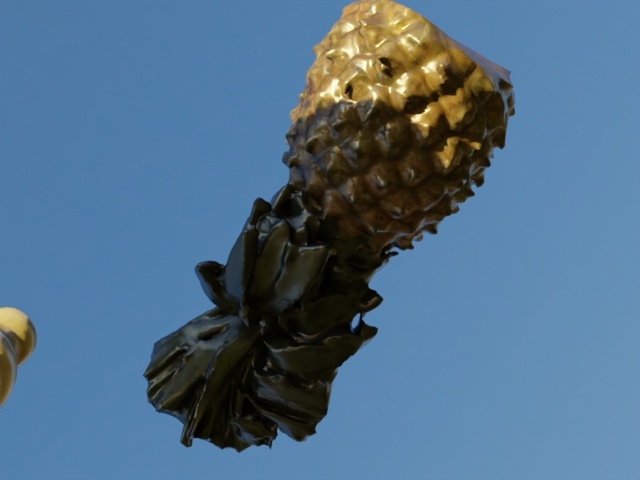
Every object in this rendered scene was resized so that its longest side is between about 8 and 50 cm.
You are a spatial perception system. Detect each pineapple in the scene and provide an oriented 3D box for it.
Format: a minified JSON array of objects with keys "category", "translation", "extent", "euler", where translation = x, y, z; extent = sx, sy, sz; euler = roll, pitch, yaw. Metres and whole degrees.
[{"category":"pineapple","translation":[0.000,0.000,0.624],"extent":[0.074,0.074,0.159],"euler":[25,-80,-44]}]

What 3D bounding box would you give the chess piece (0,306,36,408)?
[{"category":"chess piece","translation":[-0.092,0.035,0.450],"extent":[0.092,0.035,0.035],"euler":[-43,-31,-69]}]
